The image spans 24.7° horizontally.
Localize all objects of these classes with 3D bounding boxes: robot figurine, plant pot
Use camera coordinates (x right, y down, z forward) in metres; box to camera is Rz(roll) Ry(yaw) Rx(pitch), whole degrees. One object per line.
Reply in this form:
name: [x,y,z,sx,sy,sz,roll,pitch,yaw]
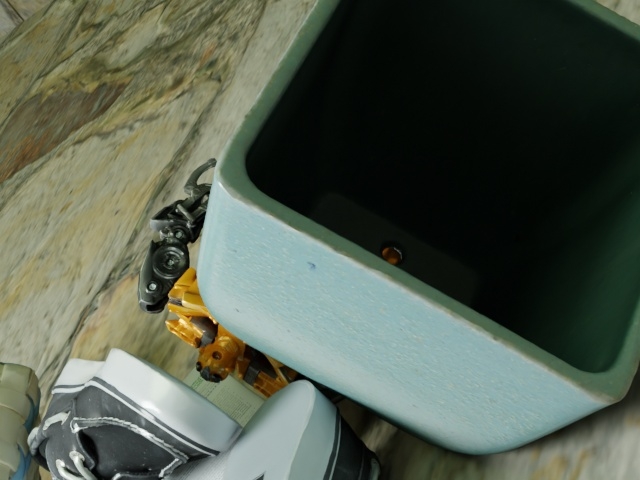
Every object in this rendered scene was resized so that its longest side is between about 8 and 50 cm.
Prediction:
robot figurine: [0.000,0.000,1.101,0.291,0.211,0.085,-51,-13,-25]
plant pot: [0.065,-0.010,0.923,0.247,0.248,0.252,-62,2,-31]

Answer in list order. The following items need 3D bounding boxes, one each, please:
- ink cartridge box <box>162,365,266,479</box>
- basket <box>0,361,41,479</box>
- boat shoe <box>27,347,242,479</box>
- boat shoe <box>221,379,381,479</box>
ink cartridge box: [-0.109,0.208,1.095,0.223,0.045,0.224,-49,24,-8]
basket: [-0.337,0.247,1.238,0.255,0.201,0.289,-95,17,-58]
boat shoe: [-0.151,0.146,1.069,0.102,0.108,0.301,-60,20,-17]
boat shoe: [-0.022,0.217,0.875,0.113,0.105,0.306,-38,18,25]
